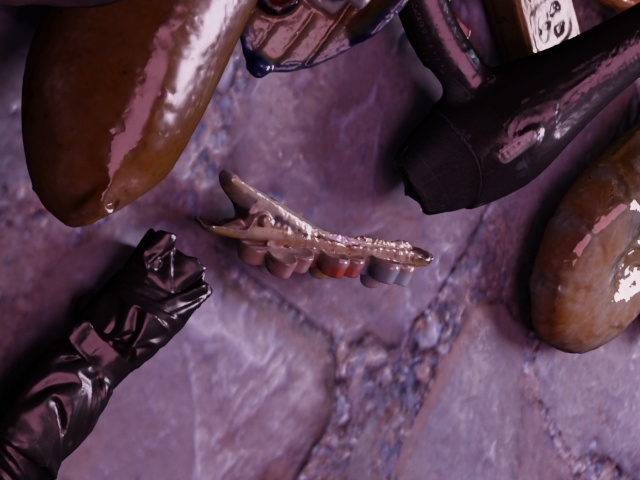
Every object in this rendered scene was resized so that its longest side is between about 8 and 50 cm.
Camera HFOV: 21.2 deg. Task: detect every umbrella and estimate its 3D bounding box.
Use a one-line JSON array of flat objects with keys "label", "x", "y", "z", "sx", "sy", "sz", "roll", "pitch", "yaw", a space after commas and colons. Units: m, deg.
[{"label": "umbrella", "x": -0.159, "y": 0.095, "z": 1.087, "sx": 0.066, "sy": 0.059, "sz": 0.236, "roll": 48, "pitch": 66, "yaw": -21}]

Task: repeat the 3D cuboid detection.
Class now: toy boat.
[{"label": "toy boat", "x": 0.035, "y": -0.215, "z": 1.124, "sx": 0.114, "sy": 0.115, "sz": 0.262, "roll": 37, "pitch": 77, "yaw": -18}]

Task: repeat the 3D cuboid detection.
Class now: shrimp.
[{"label": "shrimp", "x": 0.283, "y": -0.030, "z": 1.464, "sx": 0.317, "sy": 0.077, "sz": 0.168, "roll": -44, "pitch": 138, "yaw": -21}]

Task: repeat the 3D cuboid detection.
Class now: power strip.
[{"label": "power strip", "x": 0.156, "y": -0.201, "z": 1.309, "sx": 0.064, "sy": 0.044, "sz": 0.305, "roll": -39, "pitch": 125, "yaw": -30}]

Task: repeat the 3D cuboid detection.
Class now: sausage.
[{"label": "sausage", "x": -0.058, "y": -0.239, "z": 1.038, "sx": 0.123, "sy": 0.136, "sz": 0.501, "roll": 28, "pitch": 82, "yaw": -31}]

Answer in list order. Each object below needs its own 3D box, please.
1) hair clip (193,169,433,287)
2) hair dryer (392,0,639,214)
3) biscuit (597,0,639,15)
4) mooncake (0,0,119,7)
[{"label": "hair clip", "x": -0.003, "y": 0.006, "z": 1.207, "sx": 0.214, "sy": 0.062, "sz": 0.056, "roll": 21, "pitch": 98, "yaw": -43}, {"label": "hair dryer", "x": 0.119, "y": -0.171, "z": 1.240, "sx": 0.235, "sy": 0.091, "sz": 0.272, "roll": -34, "pitch": 115, "yaw": -5}, {"label": "biscuit", "x": 0.312, "y": -0.247, "z": 1.444, "sx": 0.250, "sy": 0.036, "sz": 0.165, "roll": -44, "pitch": 115, "yaw": -27}, {"label": "mooncake", "x": -0.165, "y": -0.261, "z": 0.868, "sx": 0.306, "sy": 0.154, "sz": 0.306, "roll": -2, "pitch": 97, "yaw": -18}]
